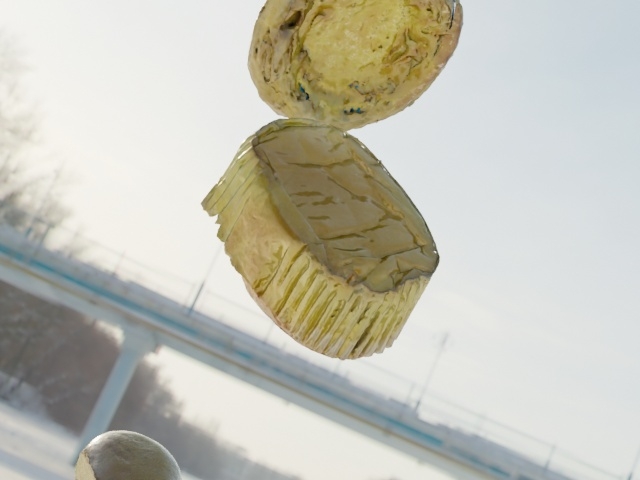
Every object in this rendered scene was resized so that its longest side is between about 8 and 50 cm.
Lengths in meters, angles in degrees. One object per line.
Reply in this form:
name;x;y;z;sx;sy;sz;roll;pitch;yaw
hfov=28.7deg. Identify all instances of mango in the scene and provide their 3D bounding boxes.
mango;-0.300;0.400;1.999;0.167;0.130;0.262;-5;24;-18

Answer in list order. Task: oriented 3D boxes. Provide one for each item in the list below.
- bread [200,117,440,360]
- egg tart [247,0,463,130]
bread;0.000;0.000;1.274;0.250;0.179;0.133;51;-43;24
egg tart;0.037;-0.252;1.443;0.291;0.291;0.107;40;16;-50
